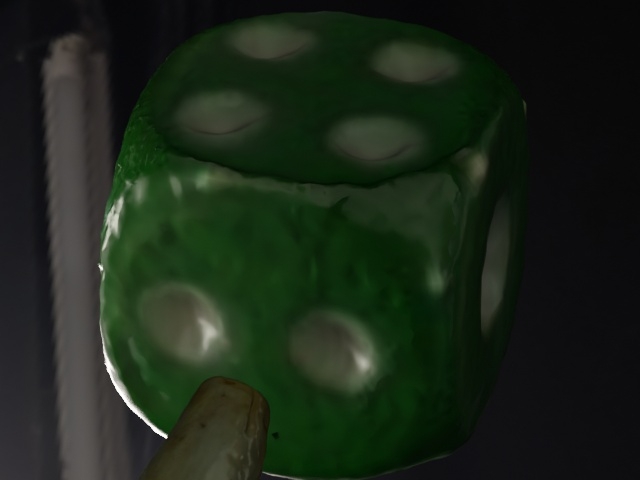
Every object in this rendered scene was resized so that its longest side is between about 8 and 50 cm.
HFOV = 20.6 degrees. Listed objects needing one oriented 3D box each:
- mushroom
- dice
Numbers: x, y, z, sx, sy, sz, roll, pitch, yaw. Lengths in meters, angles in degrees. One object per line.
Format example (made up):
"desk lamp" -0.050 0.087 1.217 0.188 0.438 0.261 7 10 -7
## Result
"mushroom" -0.110 0.227 1.052 0.107 0.087 0.333 -43 -162 43
"dice" 0.000 0.000 1.414 0.300 0.297 0.287 10 -53 15
